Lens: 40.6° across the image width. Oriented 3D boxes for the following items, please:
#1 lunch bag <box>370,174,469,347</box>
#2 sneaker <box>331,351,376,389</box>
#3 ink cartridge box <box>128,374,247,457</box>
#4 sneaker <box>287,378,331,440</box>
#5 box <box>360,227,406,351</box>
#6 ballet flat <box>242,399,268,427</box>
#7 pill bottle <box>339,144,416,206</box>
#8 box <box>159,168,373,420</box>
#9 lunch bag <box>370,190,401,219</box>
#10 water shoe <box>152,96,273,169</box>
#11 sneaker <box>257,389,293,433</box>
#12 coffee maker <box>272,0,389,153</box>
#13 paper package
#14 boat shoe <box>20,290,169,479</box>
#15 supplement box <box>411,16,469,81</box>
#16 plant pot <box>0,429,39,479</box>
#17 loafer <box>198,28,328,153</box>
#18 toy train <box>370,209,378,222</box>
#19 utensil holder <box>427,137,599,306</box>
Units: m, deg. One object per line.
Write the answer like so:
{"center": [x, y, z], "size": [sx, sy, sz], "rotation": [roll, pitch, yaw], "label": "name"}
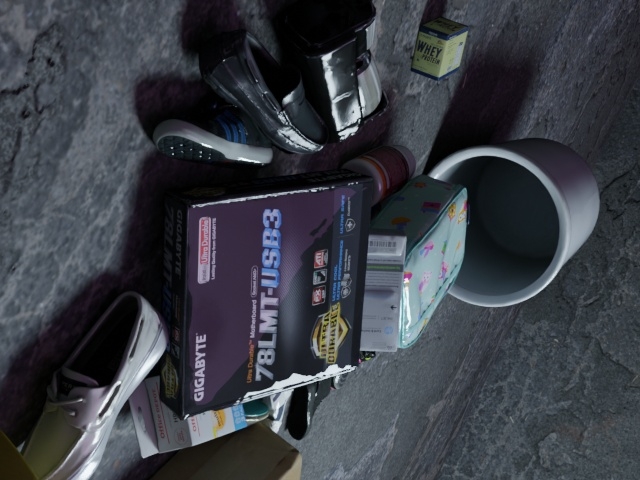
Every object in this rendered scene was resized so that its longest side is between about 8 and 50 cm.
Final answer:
{"center": [0.161, 0.034, 1.461], "size": [0.279, 0.108, 0.224], "rotation": [-45, 141, -43], "label": "lunch bag"}
{"center": [0.072, 0.235, 1.771], "size": [0.170, 0.075, 0.063], "rotation": [-64, 156, 2], "label": "sneaker"}
{"center": [-0.183, 0.232, 1.211], "size": [0.181, 0.062, 0.104], "rotation": [-1, 76, -64], "label": "ink cartridge box"}
{"center": [-0.014, 0.308, 1.699], "size": [0.089, 0.051, 0.170], "rotation": [-26, 133, -48], "label": "sneaker"}
{"center": [0.049, 0.073, 1.295], "size": [0.038, 0.145, 0.186], "rotation": [-95, -173, -74], "label": "box"}
{"center": [-0.156, 0.275, 1.355], "size": [0.168, 0.057, 0.052], "rotation": [12, 115, -43], "label": "ballet flat"}
{"center": [0.100, -0.113, 1.470], "size": [0.152, 0.086, 0.086], "rotation": [-31, 140, -51], "label": "pill bottle"}
{"center": [-0.069, 0.063, 1.151], "size": [0.293, 0.073, 0.295], "rotation": [-10, 112, -38], "label": "box"}
{"center": [0.130, 0.039, 1.653], "size": [0.303, 0.115, 0.243], "rotation": [-62, 151, -6], "label": "lunch bag"}
{"center": [-0.130, -0.134, 1.033], "size": [0.203, 0.073, 0.080], "rotation": [9, 77, -63], "label": "water shoe"}
{"center": [-0.060, 0.227, 1.470], "size": [0.153, 0.094, 0.235], "rotation": [-26, 127, -42], "label": "sneaker"}
{"center": [0.006, -0.217, 1.136], "size": [0.171, 0.120, 0.178], "rotation": [-52, 153, -21], "label": "coffee maker"}
{"center": [-0.186, 0.493, 1.393], "size": [0.309, 0.168, 0.324], "rotation": [-40, 147, -42], "label": "paper package"}
{"center": [-0.272, 0.178, 0.999], "size": [0.267, 0.096, 0.088], "rotation": [-55, 150, -22], "label": "boat shoe"}
{"center": [0.207, -0.334, 1.504], "size": [0.083, 0.056, 0.083], "rotation": [-35, 143, -47], "label": "supplement box"}
{"center": [-0.367, 0.314, 0.823], "size": [0.212, 0.187, 0.212], "rotation": [-66, 157, 4], "label": "plant pot"}
{"center": [-0.051, -0.173, 1.033], "size": [0.223, 0.078, 0.076], "rotation": [36, 43, -47], "label": "loafer"}
{"center": [0.000, 0.000, 1.381], "size": [0.248, 0.105, 0.143], "rotation": [-54, 141, -21], "label": "toy train"}
{"center": [0.418, -0.060, 1.891], "size": [0.385, 0.328, 0.327], "rotation": [-22, 133, -60], "label": "utensil holder"}
